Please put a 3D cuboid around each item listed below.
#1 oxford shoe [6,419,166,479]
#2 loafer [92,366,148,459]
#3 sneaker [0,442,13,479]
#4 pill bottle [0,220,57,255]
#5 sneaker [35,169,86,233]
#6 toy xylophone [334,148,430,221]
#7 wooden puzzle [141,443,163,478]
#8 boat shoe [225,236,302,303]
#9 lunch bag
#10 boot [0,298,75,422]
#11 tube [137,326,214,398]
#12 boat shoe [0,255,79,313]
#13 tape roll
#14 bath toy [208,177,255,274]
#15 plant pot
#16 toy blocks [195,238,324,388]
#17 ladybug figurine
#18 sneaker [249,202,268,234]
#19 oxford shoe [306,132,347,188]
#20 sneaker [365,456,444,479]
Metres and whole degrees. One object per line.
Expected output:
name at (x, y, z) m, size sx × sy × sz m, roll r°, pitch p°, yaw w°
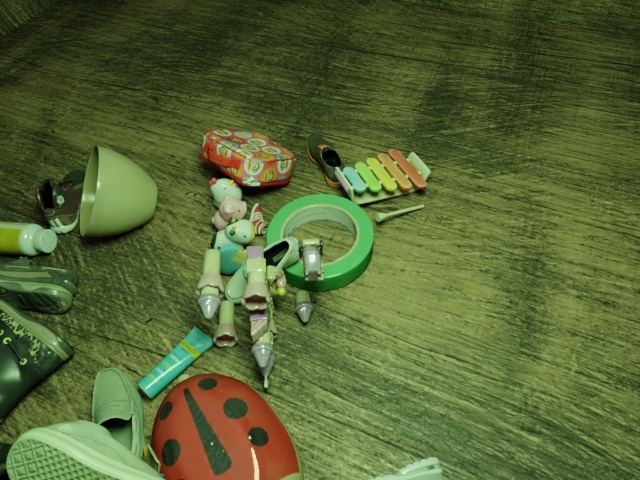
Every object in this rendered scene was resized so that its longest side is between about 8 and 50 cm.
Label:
oxford shoe at (-0.362, 0.479, 0.872) m, size 0.449 × 0.130 × 0.169 m, roll 30°, pitch 93°, yaw 4°
loafer at (-0.474, 0.426, 1.082) m, size 0.112 × 0.111 × 0.319 m, roll -26°, pitch 52°, yaw -16°
sneaker at (-0.683, 0.513, 0.977) m, size 0.483 × 0.202 × 0.185 m, roll 2°, pitch 52°, yaw 6°
pill bottle at (-0.941, -0.005, 1.458) m, size 0.184 × 0.103 × 0.103 m, roll 5°, pitch 53°, yaw 8°
sneaker at (-0.860, -0.173, 1.544) m, size 0.107 × 0.162 × 0.281 m, roll -8°, pitch 53°, yaw -2°
toy xylophone at (0.215, -0.185, 1.504) m, size 0.323 × 0.081 × 0.236 m, roll -22°, pitch 55°, yaw -26°
wooden puzzle at (-0.347, 0.470, 0.961) m, size 0.014 × 0.078 × 0.116 m, roll -2°, pitch 21°, yaw -38°
boat shoe at (-0.169, 0.084, 1.280) m, size 0.268 × 0.088 × 0.096 m, roll -34°, pitch 74°, yaw 12°
lunch bag at (-0.257, -0.281, 1.551) m, size 0.293 × 0.120 × 0.258 m, roll 33°, pitch 30°, yaw 29°
boot at (-0.875, 0.309, 1.198) m, size 0.377 × 0.138 × 0.284 m, roll 23°, pitch 57°, yaw 14°
tube at (-0.378, 0.319, 1.208) m, size 0.080 × 0.052 × 0.207 m, roll 34°, pitch 56°, yaw 18°
boat shoe at (-0.880, 0.123, 1.356) m, size 0.356 × 0.132 × 0.130 m, roll 10°, pitch 44°, yaw 1°
tape roll at (0.000, 0.000, 1.404) m, size 0.321 × 0.077 × 0.321 m, roll -2°, pitch 52°, yaw 3°
bath toy at (-0.284, -0.070, 1.429) m, size 0.151 × 0.129 × 0.348 m, roll -23°, pitch 50°, yaw 10°
plant pot at (-0.633, -0.142, 1.468) m, size 0.191 × 0.284 × 0.284 m, roll 8°, pitch 44°, yaw -35°
toy blocks at (-0.131, 0.188, 1.139) m, size 0.309 × 0.288 × 0.260 m, roll -6°, pitch 47°, yaw -3°
ladybug figurine at (-0.218, 0.467, 1.004) m, size 0.305 × 0.162 × 0.449 m, roll -33°, pitch 57°, yaw -19°
sneaker at (-0.193, -0.067, 1.490) m, size 0.067 × 0.042 × 0.118 m, roll 5°, pitch 60°, yaw 13°
oxford shoe at (0.023, -0.307, 1.624) m, size 0.097 × 0.098 × 0.271 m, roll -22°, pitch 54°, yaw -13°
sneaker at (0.142, 0.549, 0.950) m, size 0.281 × 0.105 × 0.115 m, roll -18°, pitch 53°, yaw -10°
